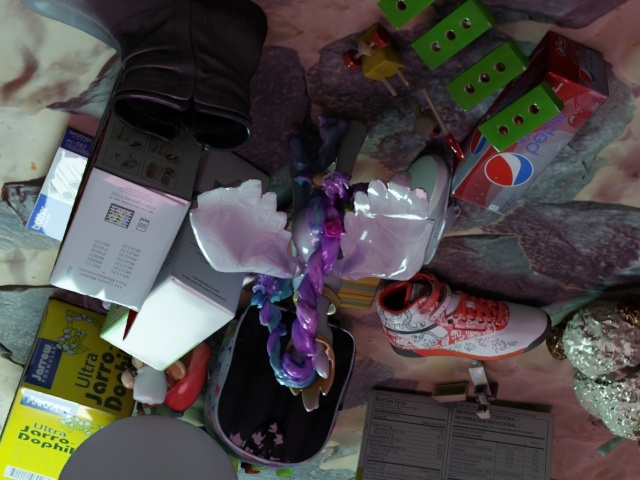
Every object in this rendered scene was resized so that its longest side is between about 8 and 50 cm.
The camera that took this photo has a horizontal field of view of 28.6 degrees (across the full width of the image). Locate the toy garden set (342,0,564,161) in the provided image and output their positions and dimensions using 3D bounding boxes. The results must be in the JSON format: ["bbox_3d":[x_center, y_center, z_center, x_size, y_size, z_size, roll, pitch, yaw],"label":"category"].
[{"bbox_3d":[0.163,-0.217,1.599,0.244,0.049,0.204,50,131,-6],"label":"toy garden set"}]

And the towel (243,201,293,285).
[{"bbox_3d":[-0.103,0.033,1.882,0.029,0.197,0.144,42,132,-9],"label":"towel"}]

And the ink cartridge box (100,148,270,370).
[{"bbox_3d":[-0.193,0.021,1.826,0.115,0.273,0.198,33,134,-21],"label":"ink cartridge box"}]

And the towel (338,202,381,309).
[{"bbox_3d":[0.056,0.027,1.982,0.102,0.021,0.237,8,139,-7],"label":"towel"}]

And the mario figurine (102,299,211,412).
[{"bbox_3d":[-0.311,0.157,2.032,0.170,0.198,0.320,-14,117,34],"label":"mario figurine"}]

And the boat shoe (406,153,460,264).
[{"bbox_3d":[0.159,-0.043,1.849,0.081,0.079,0.227,-5,141,-22],"label":"boat shoe"}]

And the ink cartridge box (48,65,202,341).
[{"bbox_3d":[-0.254,-0.068,1.671,0.130,0.309,0.272,20,127,-12],"label":"ink cartridge box"}]

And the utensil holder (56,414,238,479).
[{"bbox_3d":[-0.282,0.504,2.141,0.328,0.327,0.385,7,149,2],"label":"utensil holder"}]

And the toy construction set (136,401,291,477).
[{"bbox_3d":[-0.179,0.363,2.309,0.328,0.151,0.215,11,165,10],"label":"toy construction set"}]

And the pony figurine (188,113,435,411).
[{"bbox_3d":[0.000,0.000,1.683,0.303,0.363,0.351,3,132,5],"label":"pony figurine"}]

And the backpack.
[{"bbox_3d":[-0.078,0.250,2.086,0.225,0.253,0.191,20,158,-14],"label":"backpack"}]

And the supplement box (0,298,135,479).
[{"bbox_3d":[-0.453,0.301,2.254,0.195,0.194,0.356,19,139,-11],"label":"supplement box"}]

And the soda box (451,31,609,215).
[{"bbox_3d":[0.275,-0.151,1.683,0.092,0.083,0.263,21,137,-14],"label":"soda box"}]

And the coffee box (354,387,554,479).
[{"bbox_3d":[0.225,0.508,2.260,0.338,0.334,0.337,7,140,6],"label":"coffee box"}]

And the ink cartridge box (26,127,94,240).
[{"bbox_3d":[-0.374,-0.077,1.918,0.097,0.046,0.207,22,138,-13],"label":"ink cartridge box"}]

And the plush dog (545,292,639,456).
[{"bbox_3d":[0.474,0.197,1.991,0.262,0.210,0.225,-26,105,34],"label":"plush dog"}]

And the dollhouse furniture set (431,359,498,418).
[{"bbox_3d":[0.238,0.253,2.170,0.114,0.091,0.081,-8,121,23],"label":"dollhouse furniture set"}]

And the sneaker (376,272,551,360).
[{"bbox_3d":[0.222,0.117,1.997,0.270,0.090,0.145,-5,140,20],"label":"sneaker"}]

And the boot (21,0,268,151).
[{"bbox_3d":[-0.233,-0.241,1.567,0.338,0.222,0.118,12,140,-4],"label":"boot"}]
